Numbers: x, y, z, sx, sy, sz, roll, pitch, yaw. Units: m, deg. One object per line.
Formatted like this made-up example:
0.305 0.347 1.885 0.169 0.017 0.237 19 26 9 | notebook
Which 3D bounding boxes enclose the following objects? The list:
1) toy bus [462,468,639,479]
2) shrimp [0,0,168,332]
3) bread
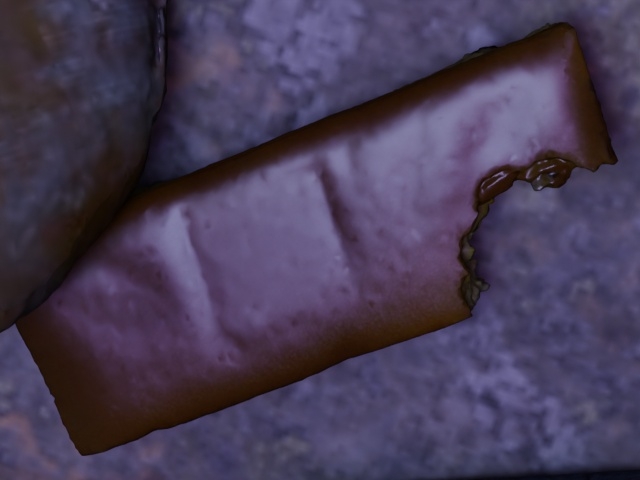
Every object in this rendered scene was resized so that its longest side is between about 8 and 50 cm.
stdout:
0.068 0.119 0.716 0.190 0.075 0.064 -6 100 13 | toy bus
-0.187 -0.176 0.662 0.221 0.110 0.446 -22 93 -28 | shrimp
0.000 0.000 0.716 0.226 0.049 0.088 -20 97 14 | bread
